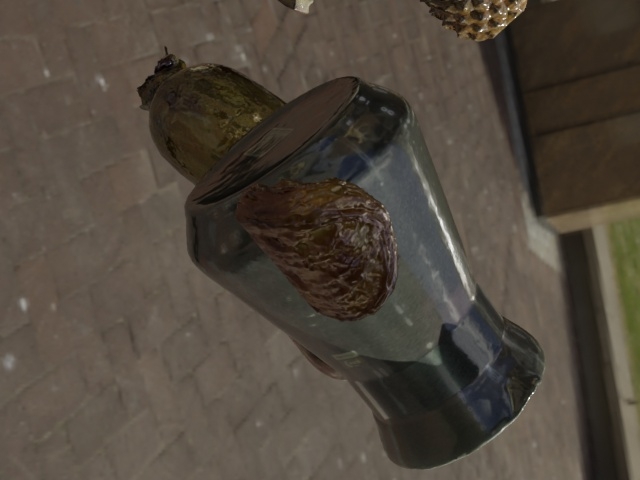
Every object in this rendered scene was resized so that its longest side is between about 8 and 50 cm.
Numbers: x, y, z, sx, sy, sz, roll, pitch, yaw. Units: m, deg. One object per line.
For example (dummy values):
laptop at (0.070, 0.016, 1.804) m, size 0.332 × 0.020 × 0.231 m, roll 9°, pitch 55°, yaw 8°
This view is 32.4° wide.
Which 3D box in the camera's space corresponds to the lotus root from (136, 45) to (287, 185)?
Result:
lotus root at (-0.131, -0.137, 1.320) m, size 0.278 × 0.154 × 0.154 m, roll 39°, pitch 8°, yaw 24°

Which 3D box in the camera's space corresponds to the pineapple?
pineapple at (0.052, -0.152, 0.570) m, size 0.124 × 0.058 × 0.058 m, roll 29°, pitch 46°, yaw -27°

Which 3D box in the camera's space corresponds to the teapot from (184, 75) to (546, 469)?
teapot at (0.034, 0.040, 1.099) m, size 0.253 × 0.300 × 0.344 m, roll -47°, pitch 111°, yaw -32°

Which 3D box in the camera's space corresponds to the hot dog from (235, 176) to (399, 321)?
hot dog at (0.001, 0.002, 0.785) m, size 0.147 × 0.099 × 0.065 m, roll 49°, pitch 49°, yaw -46°

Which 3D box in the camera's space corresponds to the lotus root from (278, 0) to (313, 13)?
lotus root at (-0.069, -0.463, 1.551) m, size 0.074 × 0.170 × 0.260 m, roll -7°, pitch 111°, yaw -66°
